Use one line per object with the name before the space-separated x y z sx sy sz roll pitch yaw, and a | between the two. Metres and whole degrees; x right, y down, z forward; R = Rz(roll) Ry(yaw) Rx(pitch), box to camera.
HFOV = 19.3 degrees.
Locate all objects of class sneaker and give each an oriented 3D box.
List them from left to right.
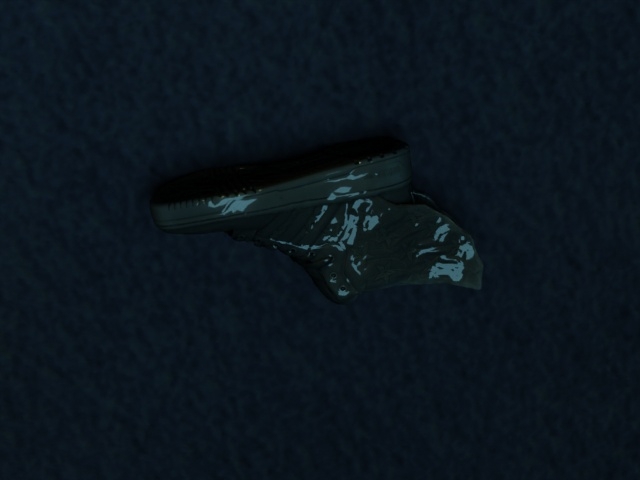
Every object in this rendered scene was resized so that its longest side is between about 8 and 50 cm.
sneaker | -0.001 -0.001 1.003 0.170 0.051 0.089 -13 112 -10
